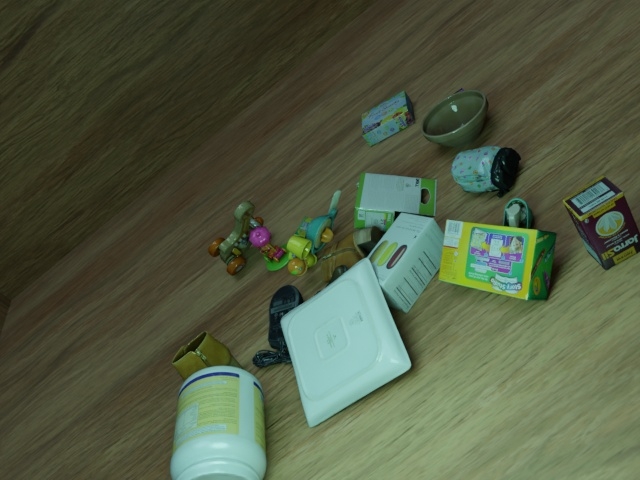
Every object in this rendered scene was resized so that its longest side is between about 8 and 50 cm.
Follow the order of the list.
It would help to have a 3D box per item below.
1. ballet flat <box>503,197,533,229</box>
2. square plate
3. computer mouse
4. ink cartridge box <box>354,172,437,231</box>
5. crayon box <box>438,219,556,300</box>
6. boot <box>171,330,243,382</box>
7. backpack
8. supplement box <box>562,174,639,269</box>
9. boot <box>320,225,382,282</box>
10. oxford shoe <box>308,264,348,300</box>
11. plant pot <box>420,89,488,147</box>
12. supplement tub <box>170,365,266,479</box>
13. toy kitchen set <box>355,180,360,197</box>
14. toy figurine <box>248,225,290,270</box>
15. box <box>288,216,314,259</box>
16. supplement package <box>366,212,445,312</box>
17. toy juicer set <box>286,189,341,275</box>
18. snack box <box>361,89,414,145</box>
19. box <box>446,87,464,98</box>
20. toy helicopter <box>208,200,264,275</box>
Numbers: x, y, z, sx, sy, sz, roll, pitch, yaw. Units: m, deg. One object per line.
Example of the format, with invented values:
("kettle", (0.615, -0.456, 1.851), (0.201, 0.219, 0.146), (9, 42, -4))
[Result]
("ballet flat", (0.502, -0.016, 1.554), (0.083, 0.087, 0.247), (-15, 40, 35))
("square plate", (0.040, 0.264, 1.596), (0.344, 0.049, 0.347), (-38, 50, 23))
("computer mouse", (-0.110, 0.272, 1.882), (0.188, 0.072, 0.272), (-16, 51, 31))
("ink cartridge box", (0.247, -0.122, 1.970), (0.255, 0.097, 0.189), (6, 45, 7))
("crayon box", (0.431, 0.044, 1.487), (0.278, 0.081, 0.165), (12, 95, 52))
("boot", (-0.387, 0.438, 1.827), (0.104, 0.211, 0.295), (8, 56, 52))
("backpack", (0.486, -0.211, 1.788), (0.182, 0.115, 0.152), (-2, 51, 50))
("supplement box", (0.636, -0.037, 1.338), (0.104, 0.188, 0.081), (-33, 33, 13))
("boot", (0.078, 0.094, 1.865), (0.220, 0.109, 0.283), (-24, 45, 39))
("oxford shoe", (0.018, 0.174, 1.748), (0.083, 0.096, 0.227), (21, 90, 64))
("plant pot", (0.471, -0.396, 2.038), (0.237, 0.110, 0.237), (-27, 35, 21))
("supplement tub", (-0.263, 0.522, 1.563), (0.241, 0.241, 0.331), (-32, 32, 15))
("toy kitchen set", (0.164, -0.173, 2.130), (0.083, 0.068, 0.075), (-35, 32, 11))
("toy figurine", (-0.204, 0.009, 2.213), (0.130, 0.159, 0.173), (-49, 32, -13))
("box", (-0.069, 0.000, 2.094), (0.179, 0.043, 0.105), (-67, -6, -63))
("supplement package", (0.237, 0.060, 1.698), (0.244, 0.134, 0.139), (-52, 33, -17))
("toy juicer set", (0.000, 0.000, 2.025), (0.089, 0.209, 0.329), (25, 47, 17))
("snack box", (0.270, -0.493, 2.413), (0.207, 0.070, 0.174), (-25, 35, 23))
("box", (0.503, -0.492, 2.200), (0.116, 0.029, 0.162), (-33, 33, 12))
("toy helicopter", (-0.287, -0.040, 2.265), (0.235, 0.140, 0.355), (-38, -17, -30))
